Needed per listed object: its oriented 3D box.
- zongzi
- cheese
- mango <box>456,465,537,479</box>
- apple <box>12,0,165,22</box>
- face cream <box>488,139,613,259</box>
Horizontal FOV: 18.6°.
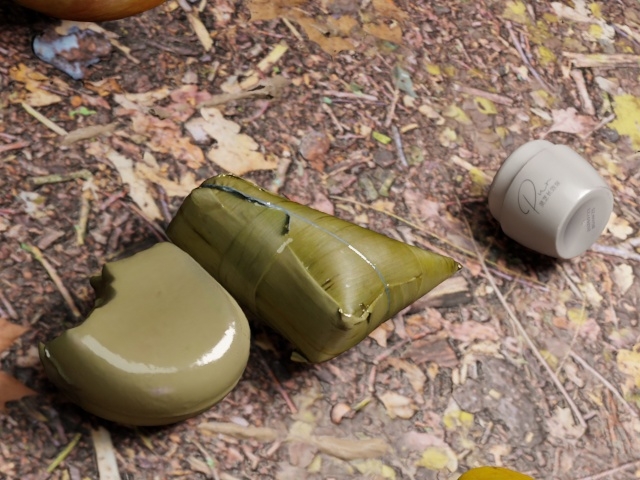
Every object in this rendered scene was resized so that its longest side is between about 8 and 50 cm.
[{"bbox_3d":[0.000,0.000,1.966,0.228,0.115,0.256,41,41,18],"label":"zongzi"},{"bbox_3d":[-0.165,0.093,1.819,0.202,0.091,0.175,-25,63,-38],"label":"cheese"},{"bbox_3d":[0.191,0.285,1.821,0.115,0.090,0.178,-5,46,-19],"label":"mango"},{"bbox_3d":[-0.249,-0.426,2.020,0.400,0.333,0.400,41,16,-15],"label":"apple"},{"bbox_3d":[0.247,-0.043,2.101,0.117,0.117,0.104,-21,44,-37],"label":"face cream"}]
